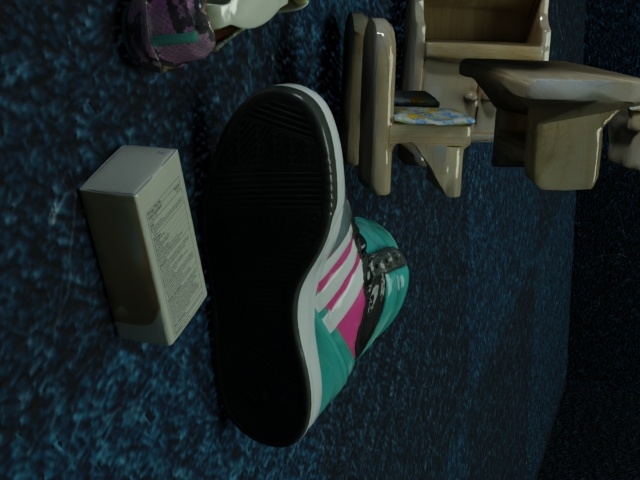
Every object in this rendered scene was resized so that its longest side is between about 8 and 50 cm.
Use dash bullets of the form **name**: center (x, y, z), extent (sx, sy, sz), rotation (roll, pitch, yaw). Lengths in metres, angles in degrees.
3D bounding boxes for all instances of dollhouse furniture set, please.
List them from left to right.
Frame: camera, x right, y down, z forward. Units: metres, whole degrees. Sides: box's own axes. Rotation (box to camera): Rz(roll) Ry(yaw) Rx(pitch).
- **dollhouse furniture set**: center (0.200, -0.202, 1.066), extent (0.394, 0.362, 0.256), rotation (-119, -150, -74)

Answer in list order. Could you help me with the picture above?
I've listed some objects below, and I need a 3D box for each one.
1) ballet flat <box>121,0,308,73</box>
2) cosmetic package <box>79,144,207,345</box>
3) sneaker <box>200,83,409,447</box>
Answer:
- **ballet flat**: center (-0.053, -0.172, 0.741), extent (0.221, 0.079, 0.077), rotation (-56, 145, -54)
- **cosmetic package**: center (-0.110, 0.003, 0.688), extent (0.060, 0.041, 0.115), rotation (-57, 147, -51)
- **sneaker**: center (0.000, 0.000, 0.866), extent (0.178, 0.124, 0.295), rotation (-43, 143, -55)
